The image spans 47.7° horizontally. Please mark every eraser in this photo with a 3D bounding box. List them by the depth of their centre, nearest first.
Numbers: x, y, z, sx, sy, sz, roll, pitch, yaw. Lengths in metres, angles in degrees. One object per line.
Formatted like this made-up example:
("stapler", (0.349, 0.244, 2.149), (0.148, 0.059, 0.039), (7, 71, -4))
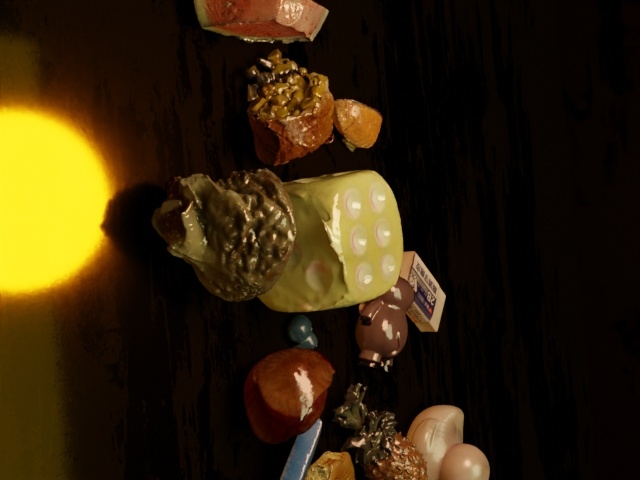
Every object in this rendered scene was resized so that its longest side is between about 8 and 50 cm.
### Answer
("eraser", (-0.067, 0.503, 1.404), (0.144, 0.042, 0.312), (99, 12, -55))
("eraser", (0.260, 0.139, 1.933), (0.210, 0.067, 0.125), (50, 46, -38))

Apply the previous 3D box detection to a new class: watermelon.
("watermelon", (-0.109, -0.443, 1.401), (0.318, 0.226, 0.148), (12, 103, -41))

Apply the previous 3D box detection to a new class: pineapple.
("pineapple", (0.125, 0.470, 1.665), (0.170, 0.141, 0.310), (-41, 113, -19))

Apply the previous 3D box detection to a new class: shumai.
("shumai", (-0.177, -0.015, 1.250), (0.218, 0.256, 0.189), (18, 35, -24))

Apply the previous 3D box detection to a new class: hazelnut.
("hazelnut", (-0.056, 0.293, 1.398), (0.201, 0.170, 0.161), (-16, 100, -43))

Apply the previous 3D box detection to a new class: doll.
("doll", (-0.038, 0.196, 1.542), (0.083, 0.050, 0.076), (63, 37, -24))
("doll", (0.155, 0.185, 1.743), (0.182, 0.117, 0.258), (27, 66, -49))
("doll", (0.336, 0.553, 1.868), (0.221, 0.221, 0.251), (40, 55, -44))

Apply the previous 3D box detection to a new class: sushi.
("sushi", (-0.063, -0.275, 1.487), (0.296, 0.166, 0.179), (-46, 145, -38))

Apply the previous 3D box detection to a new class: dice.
("dice", (0.000, 0.000, 1.447), (0.254, 0.249, 0.252), (-20, 102, -52))

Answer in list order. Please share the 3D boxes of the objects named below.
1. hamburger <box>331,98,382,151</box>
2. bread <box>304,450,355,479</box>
("hamburger", (0.094, -0.273, 1.745), (0.176, 0.087, 0.102), (16, 71, -54))
("bread", (0.020, 0.529, 1.560), (0.140, 0.069, 0.128), (-21, 101, -54))
